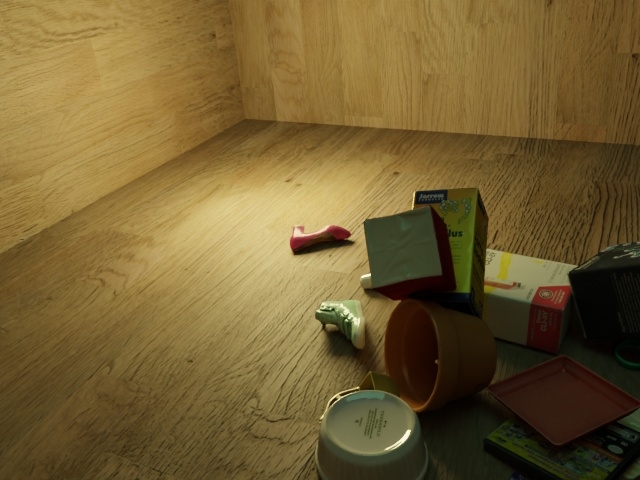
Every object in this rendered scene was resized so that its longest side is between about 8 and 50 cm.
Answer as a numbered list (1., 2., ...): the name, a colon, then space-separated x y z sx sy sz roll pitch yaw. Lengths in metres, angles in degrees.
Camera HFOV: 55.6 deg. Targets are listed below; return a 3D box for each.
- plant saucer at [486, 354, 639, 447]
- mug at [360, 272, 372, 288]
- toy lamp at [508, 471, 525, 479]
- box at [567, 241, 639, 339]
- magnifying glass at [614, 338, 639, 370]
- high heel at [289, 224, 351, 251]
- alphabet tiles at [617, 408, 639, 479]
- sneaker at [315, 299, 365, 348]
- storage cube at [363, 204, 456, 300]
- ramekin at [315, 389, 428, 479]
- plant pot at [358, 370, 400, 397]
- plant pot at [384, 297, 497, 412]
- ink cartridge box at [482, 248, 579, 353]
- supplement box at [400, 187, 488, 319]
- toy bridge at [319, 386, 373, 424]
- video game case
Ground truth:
1. plant saucer: 0.588 0.396 1.484 0.258 0.048 0.259 -17 23 -17
2. mug: 0.174 0.146 2.128 0.064 0.078 0.062 -8 59 12
3. toy lamp: 0.513 0.570 1.233 0.274 0.080 0.080 18 35 41
4. box: 0.954 0.121 1.674 0.293 0.212 0.395 -20 4 -40
5. magnifying glass: 0.903 0.294 1.744 0.092 0.026 0.231 10 31 27
6. high heel: 0.000 0.000 2.427 0.244 0.082 0.117 6 56 -5
7. alphabet tiles: 0.765 0.467 1.443 0.284 0.021 0.278 -18 31 -24
8. sneaker: 0.059 0.261 1.870 0.151 0.094 0.256 0 18 -3
9. storage cube: 0.232 0.036 1.570 0.183 0.215 0.193 -12 -18 19
10. ramekin: 0.117 0.471 1.429 0.273 0.127 0.273 -4 27 2
11. plant pot: 0.160 0.400 1.595 0.083 0.081 0.081 8 45 -22
12. plant pot: 0.322 0.297 1.593 0.203 0.291 0.291 3 24 -20
13. ink cartridge box: 0.580 0.168 1.890 0.384 0.160 0.279 12 31 30
14. supplement box: 0.368 0.049 1.762 0.195 0.194 0.356 -2 62 25
15. toy bridge: 0.062 0.434 1.617 0.063 0.026 0.188 19 35 40
16. video game case: 0.568 0.472 1.415 0.248 0.035 0.275 -24 26 -32
